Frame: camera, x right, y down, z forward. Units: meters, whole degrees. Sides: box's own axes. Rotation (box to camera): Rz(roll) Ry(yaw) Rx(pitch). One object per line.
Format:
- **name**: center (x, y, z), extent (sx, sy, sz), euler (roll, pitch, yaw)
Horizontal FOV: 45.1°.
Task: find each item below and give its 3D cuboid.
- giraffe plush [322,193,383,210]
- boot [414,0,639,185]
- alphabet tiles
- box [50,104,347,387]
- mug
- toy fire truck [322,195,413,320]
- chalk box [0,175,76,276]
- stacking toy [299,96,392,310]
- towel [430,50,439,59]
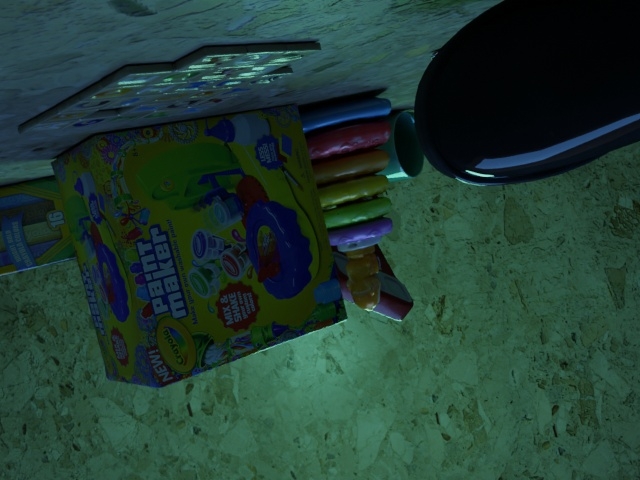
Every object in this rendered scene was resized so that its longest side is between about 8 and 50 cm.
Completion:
- **giraffe plush**: center (0.052, -0.144, 1.592), extent (0.181, 0.171, 0.210), euler (-12, -176, 21)
- **boot**: center (0.275, -0.137, 0.418), extent (0.366, 0.146, 0.445), euler (-22, -173, -7)
- **alphabet tiles**: center (-0.119, -0.131, 0.665), extent (0.198, 0.009, 0.237), euler (-16, -175, -43)
- **box**: center (-0.152, 0.002, 0.986), extent (0.279, 0.290, 0.177), euler (-17, -175, -35)
- **mug**: center (0.135, -0.179, 1.495), extent (0.097, 0.130, 0.157), euler (-8, -174, 32)
- **toy fire truck**: center (0.000, 0.000, 1.249), extent (0.302, 0.169, 0.254), euler (25, -158, -33)
- **chalk box**: center (-0.496, -0.011, 1.186), extent (0.213, 0.132, 0.132), euler (-14, -176, -23)
- **stacking toy**: center (0.043, -0.045, 1.116), extent (0.165, 0.302, 0.175), euler (-14, -177, -14)
- **towel**: center (0.164, -0.206, 0.817), extent (0.083, 0.009, 0.060), euler (-10, -176, 42)
